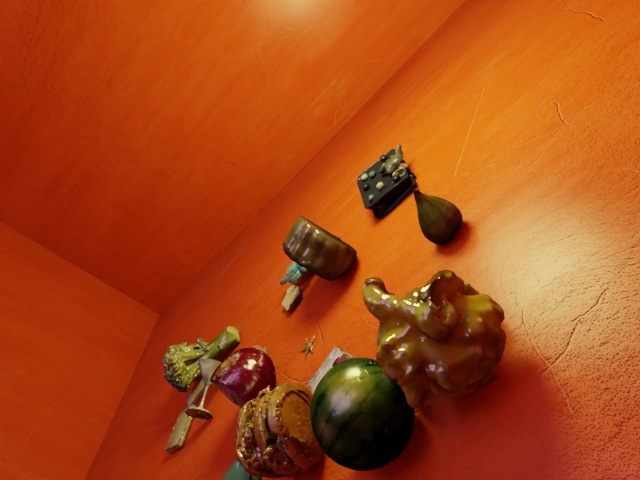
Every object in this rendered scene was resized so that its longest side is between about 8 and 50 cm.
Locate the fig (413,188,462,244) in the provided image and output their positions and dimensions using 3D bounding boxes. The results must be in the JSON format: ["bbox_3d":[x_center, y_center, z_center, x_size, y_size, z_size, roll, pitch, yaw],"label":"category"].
[{"bbox_3d":[0.351,-0.071,1.286,0.133,0.185,0.127,-41,40,18],"label":"fig"}]

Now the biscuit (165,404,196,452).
[{"bbox_3d":[-0.646,0.873,1.967,0.121,0.040,0.199,-40,23,32],"label":"biscuit"}]

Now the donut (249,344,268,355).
[{"bbox_3d":[-0.270,0.498,1.775,0.117,0.065,0.166,-48,24,12],"label":"donut"}]

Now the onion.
[{"bbox_3d":[-0.256,0.501,1.557,0.206,0.216,0.207,-19,31,49],"label":"onion"}]

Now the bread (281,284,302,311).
[{"bbox_3d":[-0.125,0.259,1.894,0.126,0.044,0.129,-62,26,-6],"label":"bread"}]

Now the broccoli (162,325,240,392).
[{"bbox_3d":[-0.607,0.589,2.108,0.397,0.275,0.353,-17,36,34],"label":"broccoli"}]

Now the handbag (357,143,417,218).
[{"bbox_3d":[0.285,-0.266,1.811,0.269,0.118,0.326,-43,25,19],"label":"handbag"}]

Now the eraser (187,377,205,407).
[{"bbox_3d":[-0.609,0.752,2.102,0.150,0.023,0.104,-52,21,-1],"label":"eraser"}]

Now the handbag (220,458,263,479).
[{"bbox_3d":[-0.247,0.814,1.209,0.274,0.100,0.268,-55,26,-6],"label":"handbag"}]

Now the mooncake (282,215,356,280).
[{"bbox_3d":[-0.005,0.037,1.684,0.161,0.290,0.290,-58,21,5],"label":"mooncake"}]

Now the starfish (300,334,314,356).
[{"bbox_3d":[-0.042,0.390,1.564,0.086,0.016,0.092,-9,45,57],"label":"starfish"}]

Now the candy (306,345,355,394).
[{"bbox_3d":[0.040,0.408,1.270,0.160,0.092,0.073,-53,20,-7],"label":"candy"}]

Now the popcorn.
[{"bbox_3d":[0.252,0.220,0.946,0.326,0.321,0.290,126,148,-45],"label":"popcorn"}]

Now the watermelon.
[{"bbox_3d":[0.095,0.399,0.982,0.242,0.242,0.242,-42,24,23],"label":"watermelon"}]

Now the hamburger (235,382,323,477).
[{"bbox_3d":[-0.106,0.537,1.172,0.211,0.245,0.260,-38,-5,21],"label":"hamburger"}]

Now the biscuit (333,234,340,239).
[{"bbox_3d":[0.000,-0.004,1.898,0.170,0.170,0.050,-155,59,-68],"label":"biscuit"}]

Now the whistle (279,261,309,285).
[{"bbox_3d":[-0.082,0.116,1.936,0.274,0.093,0.186,-39,4,16],"label":"whistle"}]

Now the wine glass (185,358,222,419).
[{"bbox_3d":[-0.511,0.667,1.893,0.156,0.156,0.232,-35,32,36],"label":"wine glass"}]
